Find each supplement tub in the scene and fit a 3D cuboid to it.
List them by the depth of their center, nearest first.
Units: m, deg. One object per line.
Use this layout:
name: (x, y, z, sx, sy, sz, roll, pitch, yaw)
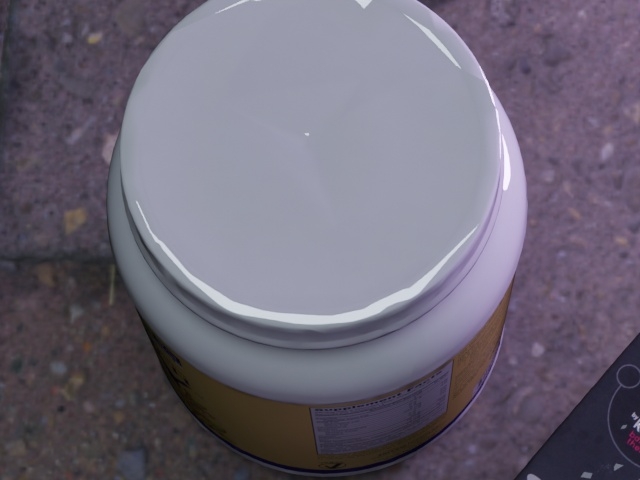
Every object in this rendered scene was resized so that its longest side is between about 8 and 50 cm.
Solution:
supplement tub: (0.000, 0.000, 1.182, 0.241, 0.331, 0.241, -1, 72, 2)

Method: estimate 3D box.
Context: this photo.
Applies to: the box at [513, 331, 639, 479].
box: (0.177, 0.212, 1.205, 0.165, 0.143, 0.270, 40, 77, 14)
